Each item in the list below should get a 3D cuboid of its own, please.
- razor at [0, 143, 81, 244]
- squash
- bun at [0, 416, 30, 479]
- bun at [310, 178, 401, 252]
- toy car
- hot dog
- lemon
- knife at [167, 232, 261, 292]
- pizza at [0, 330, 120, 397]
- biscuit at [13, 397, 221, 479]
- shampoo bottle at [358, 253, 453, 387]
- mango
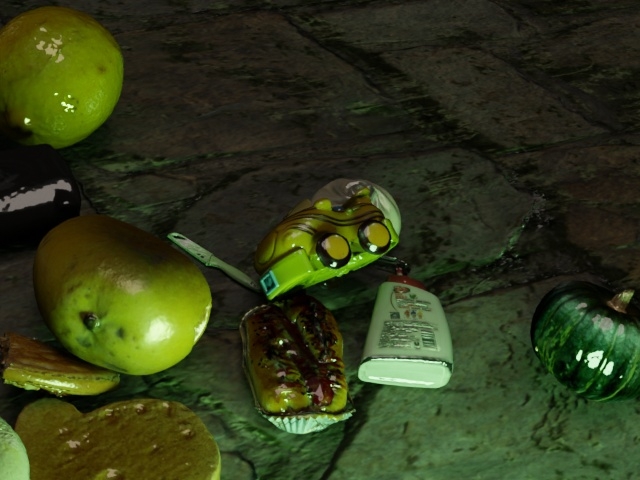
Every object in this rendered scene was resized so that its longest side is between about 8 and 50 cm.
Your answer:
[{"bbox_3d":[-0.576,-0.067,1.914,0.349,0.113,0.204,-8,43,-29],"label":"razor"},{"bbox_3d":[0.442,0.159,1.872,0.218,0.172,0.218,10,39,-8],"label":"squash"},{"bbox_3d":[-0.466,0.301,1.397,0.239,0.141,0.239,-13,51,16],"label":"bun"},{"bbox_3d":[0.062,-0.047,2.073,0.173,0.120,0.173,8,40,-7],"label":"bun"},{"bbox_3d":[0.000,0.000,1.900,0.248,0.200,0.142,-18,77,-36],"label":"toy car"},{"bbox_3d":[-0.037,0.183,1.779,0.162,0.082,0.270,1,40,-13],"label":"hot dog"},{"bbox_3d":[-0.488,-0.297,2.130,0.260,0.260,0.284,30,39,21],"label":"lemon"},{"bbox_3d":[-0.180,0.038,1.980,0.207,0.014,0.030,31,40,25],"label":"knife"},{"bbox_3d":[-0.395,0.185,1.673,0.201,0.053,0.193,14,7,-40],"label":"pizza"},{"bbox_3d":[-0.305,0.317,1.545,0.287,0.057,0.344,32,42,25],"label":"biscuit"},{"bbox_3d":[0.132,0.123,1.917,0.153,0.071,0.284,5,35,-5],"label":"shampoo bottle"},{"bbox_3d":[-0.304,0.062,1.757,0.253,0.182,0.365,11,23,-28],"label":"mango"}]
